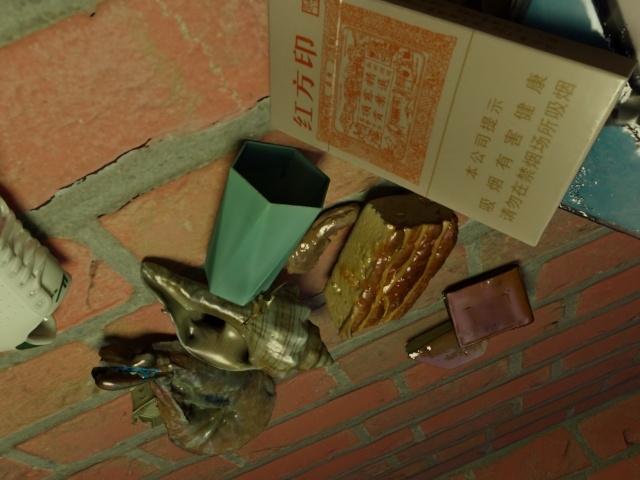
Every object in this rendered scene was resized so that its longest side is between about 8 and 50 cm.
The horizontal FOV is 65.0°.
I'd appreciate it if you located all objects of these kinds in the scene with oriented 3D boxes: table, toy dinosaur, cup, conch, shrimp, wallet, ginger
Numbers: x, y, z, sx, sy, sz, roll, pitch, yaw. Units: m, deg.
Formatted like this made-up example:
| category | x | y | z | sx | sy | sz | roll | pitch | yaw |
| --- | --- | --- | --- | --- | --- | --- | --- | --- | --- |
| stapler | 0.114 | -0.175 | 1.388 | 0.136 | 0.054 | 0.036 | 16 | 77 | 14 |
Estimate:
| category | x | y | z | sx | sy | sz | roll | pitch | yaw |
| --- | --- | --- | --- | --- | --- | --- | --- | --- | --- |
| table | -0.348 | 0.333 | 1.046 | 0.079 | 0.083 | 0.062 | -36 | 140 | 16 |
| toy dinosaur | -0.089 | 0.096 | 0.805 | 0.113 | 0.026 | 0.041 | -49 | 173 | -31 |
| cup | -0.097 | -0.018 | 0.755 | 0.134 | 0.148 | 0.235 | 27 | 131 | -6 |
| conch | -0.138 | 0.144 | 0.897 | 0.386 | 0.169 | 0.203 | 31 | 99 | -9 |
| shrimp | -0.258 | 0.312 | 1.013 | 0.446 | 0.110 | 0.221 | 39 | 76 | -41 |
| wallet | 0.393 | 0.154 | 1.182 | 0.196 | 0.042 | 0.160 | -22 | 108 | -2 |
| ginger | -0.001 | -0.002 | 0.868 | 0.173 | 0.051 | 0.070 | -41 | 141 | 23 |

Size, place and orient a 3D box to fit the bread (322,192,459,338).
| category | x | y | z | sx | sy | sz | roll | pitch | yaw |
| --- | --- | --- | --- | --- | --- | --- | --- | --- | --- |
| bread | 0.125 | 0.044 | 0.910 | 0.185 | 0.114 | 0.274 | -13 | 139 | -36 |

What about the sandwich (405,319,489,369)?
| category | x | y | z | sx | sy | sz | roll | pitch | yaw |
| --- | --- | --- | --- | --- | --- | --- | --- | --- | --- |
| sandwich | 0.340 | 0.249 | 1.264 | 0.258 | 0.094 | 0.096 | -26 | 100 | 3 |

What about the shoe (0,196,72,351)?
| category | x | y | z | sx | sy | sz | roll | pitch | yaw |
| --- | --- | --- | --- | --- | --- | --- | --- | --- | --- |
| shoe | -0.412 | 0.039 | 0.658 | 0.160 | 0.131 | 0.362 | 3 | 138 | -28 |

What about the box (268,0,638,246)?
| category | x | y | z | sx | sy | sz | roll | pitch | yaw |
| --- | --- | --- | --- | --- | --- | --- | --- | --- | --- |
| box | 0.100 | -0.152 | 0.544 | 0.051 | 0.366 | 0.204 | -46 | 154 | -35 |

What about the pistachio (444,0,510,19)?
| category | x | y | z | sx | sy | sz | roll | pitch | yaw |
| --- | --- | --- | --- | --- | --- | --- | --- | --- | --- |
| pistachio | 0.165 | -0.324 | 0.530 | 0.144 | 0.143 | 0.215 | -20 | 144 | -5 |

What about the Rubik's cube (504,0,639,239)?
| category | x | y | z | sx | sy | sz | roll | pitch | yaw |
| --- | --- | --- | --- | --- | --- | --- | --- | --- | --- |
| Rubik's cube | 0.368 | -0.201 | 0.541 | 0.310 | 0.307 | 0.305 | -48 | 157 | -39 |
